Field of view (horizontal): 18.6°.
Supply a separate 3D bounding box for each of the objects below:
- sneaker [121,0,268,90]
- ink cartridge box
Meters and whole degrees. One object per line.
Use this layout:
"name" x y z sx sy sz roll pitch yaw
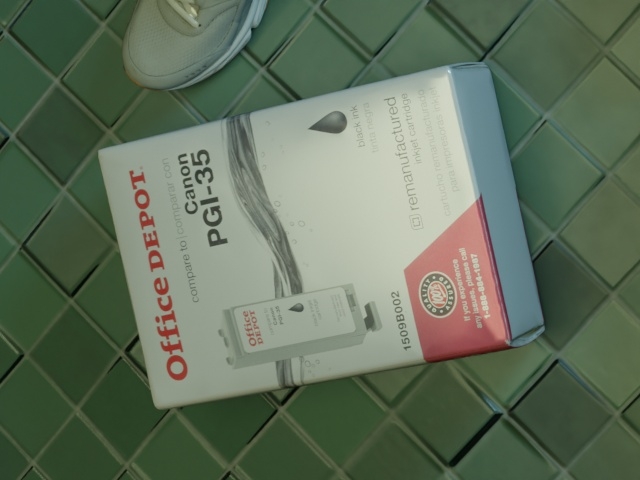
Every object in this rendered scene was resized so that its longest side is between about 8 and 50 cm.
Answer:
"sneaker" -0.074 -0.221 1.439 0.099 0.121 0.262 42 107 12
"ink cartridge box" 0.000 0.000 1.435 0.283 0.117 0.207 -12 91 20
